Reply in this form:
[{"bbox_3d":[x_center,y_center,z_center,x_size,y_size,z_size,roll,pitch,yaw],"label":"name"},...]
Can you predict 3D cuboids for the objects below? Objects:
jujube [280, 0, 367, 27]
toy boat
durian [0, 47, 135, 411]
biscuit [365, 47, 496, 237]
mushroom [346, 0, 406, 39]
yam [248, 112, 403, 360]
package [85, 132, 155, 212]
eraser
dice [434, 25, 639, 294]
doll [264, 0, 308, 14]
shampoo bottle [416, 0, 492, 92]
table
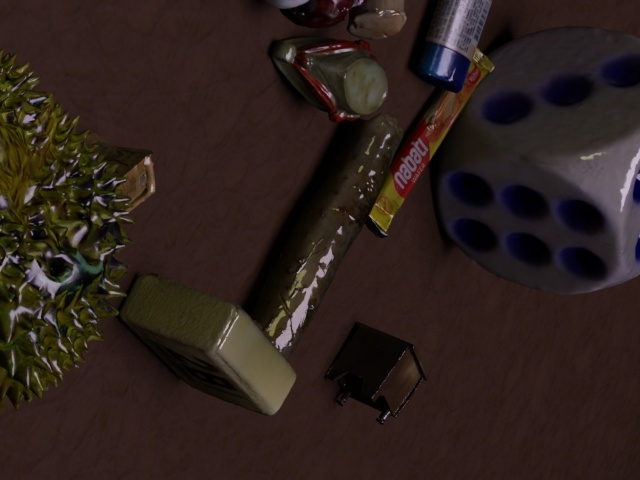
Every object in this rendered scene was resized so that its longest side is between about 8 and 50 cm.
[{"bbox_3d":[0.006,-0.277,1.834,0.104,0.104,0.166,77,27,-45],"label":"jujube"},{"bbox_3d":[0.018,-0.165,1.942,0.185,0.071,0.089,21,89,-63],"label":"toy boat"},{"bbox_3d":[-0.253,0.000,1.347,0.291,0.224,0.291,-29,126,-49],"label":"durian"},{"bbox_3d":[0.122,-0.119,2.208,0.048,0.026,0.292,47,56,-22],"label":"biscuit"},{"bbox_3d":[0.079,-0.339,1.932,0.099,0.096,0.278,9,101,-66],"label":"mushroom"},{"bbox_3d":[0.000,0.000,2.011,0.067,0.071,0.317,37,68,-23],"label":"yam"},{"bbox_3d":[-0.201,-0.037,1.598,0.131,0.071,0.047,-43,146,-43],"label":"package"},{"bbox_3d":[-0.104,0.101,1.812,0.058,0.117,0.172,-64,153,-17],"label":"eraser"},{"bbox_3d":[0.303,-0.097,2.324,0.251,0.259,0.243,-52,146,-34],"label":"dice"},{"bbox_3d":[-0.025,-0.318,1.657,0.161,0.215,0.257,-109,178,-50],"label":"doll"},{"bbox_3d":[0.162,-0.265,2.182,0.087,0.050,0.183,23,85,-61],"label":"shampoo bottle"},{"bbox_3d":[0.062,0.156,2.207,0.082,0.083,0.070,-53,145,-22],"label":"table"}]
